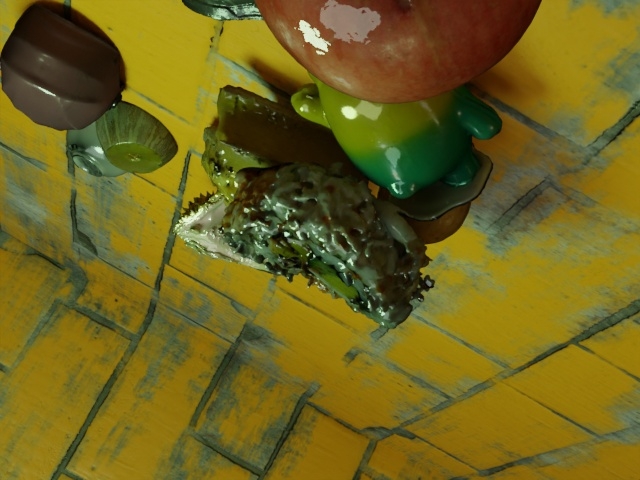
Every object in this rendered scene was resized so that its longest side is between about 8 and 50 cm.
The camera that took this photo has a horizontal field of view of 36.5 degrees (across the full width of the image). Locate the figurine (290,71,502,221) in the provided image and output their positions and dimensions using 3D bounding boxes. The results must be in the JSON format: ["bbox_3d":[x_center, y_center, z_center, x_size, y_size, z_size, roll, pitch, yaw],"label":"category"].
[{"bbox_3d":[0.130,-0.198,1.596,0.323,0.231,0.340,-7,142,33],"label":"figurine"}]

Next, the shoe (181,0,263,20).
[{"bbox_3d":[-0.115,-0.434,1.550,0.293,0.109,0.149,14,149,25],"label":"shoe"}]

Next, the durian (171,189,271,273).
[{"bbox_3d":[-0.176,-0.054,2.349,0.305,0.185,0.195,27,138,-6],"label":"durian"}]

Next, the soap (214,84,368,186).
[{"bbox_3d":[-0.082,-0.150,1.974,0.339,0.169,0.304,21,157,-8],"label":"soap"}]

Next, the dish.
[{"bbox_3d":[-0.595,-0.230,2.519,0.228,0.086,0.236,30,156,-2],"label":"dish"}]

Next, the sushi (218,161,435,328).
[{"bbox_3d":[0.019,0.011,1.755,0.417,0.176,0.417,29,164,9],"label":"sushi"}]

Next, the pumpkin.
[{"bbox_3d":[-0.458,-0.227,2.336,0.217,0.110,0.217,11,144,8],"label":"pumpkin"}]

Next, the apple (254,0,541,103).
[{"bbox_3d":[0.099,-0.341,1.190,0.364,0.364,0.364,24,156,11],"label":"apple"}]

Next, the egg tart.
[{"bbox_3d":[-0.174,-0.126,2.136,0.291,0.107,0.291,45,172,8],"label":"egg tart"}]

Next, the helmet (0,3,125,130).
[{"bbox_3d":[-0.584,-0.347,2.137,0.271,0.197,0.338,29,156,-7],"label":"helmet"}]

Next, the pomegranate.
[{"bbox_3d":[0.197,-0.087,1.833,0.196,0.196,0.196,24,156,11],"label":"pomegranate"}]
